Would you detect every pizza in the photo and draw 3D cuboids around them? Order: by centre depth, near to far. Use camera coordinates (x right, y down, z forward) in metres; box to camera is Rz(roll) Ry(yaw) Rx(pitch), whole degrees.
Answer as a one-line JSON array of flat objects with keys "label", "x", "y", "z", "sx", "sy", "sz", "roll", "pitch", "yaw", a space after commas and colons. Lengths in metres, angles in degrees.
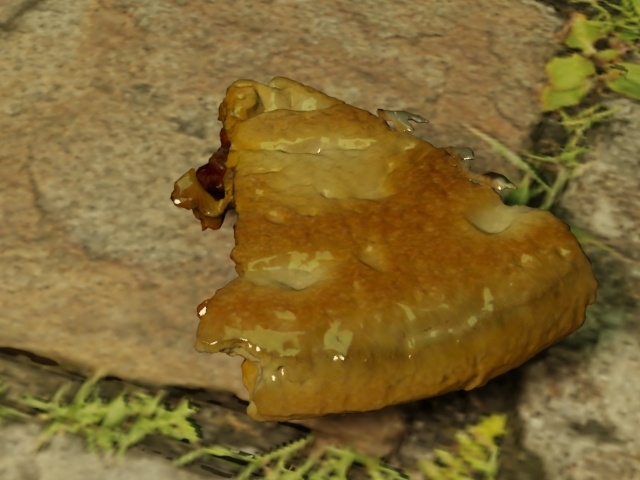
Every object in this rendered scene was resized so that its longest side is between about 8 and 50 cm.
[{"label": "pizza", "x": 0.001, "y": 0.001, "z": 0.666, "sx": 0.154, "sy": 0.069, "sz": 0.194, "roll": -17, "pitch": 40, "yaw": -18}]
